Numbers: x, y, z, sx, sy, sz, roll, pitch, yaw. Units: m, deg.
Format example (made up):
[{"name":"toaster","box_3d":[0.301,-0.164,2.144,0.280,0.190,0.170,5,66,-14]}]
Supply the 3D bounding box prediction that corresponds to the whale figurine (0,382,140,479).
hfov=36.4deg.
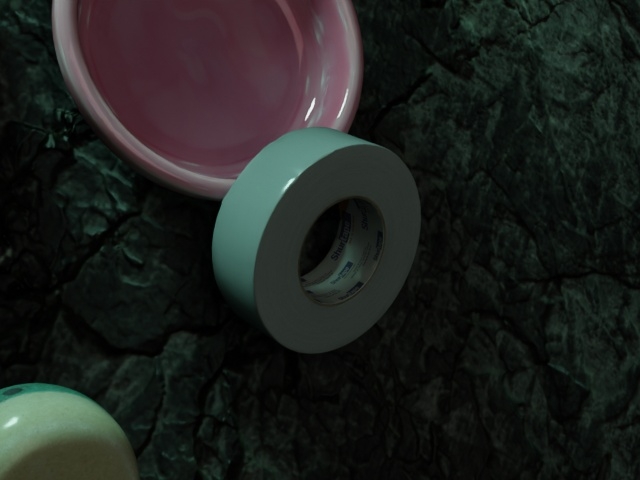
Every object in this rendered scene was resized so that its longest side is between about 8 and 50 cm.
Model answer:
[{"name":"whale figurine","box_3d":[-0.287,0.222,0.792,0.272,0.141,0.216,-26,115,-25]}]

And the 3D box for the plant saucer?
[{"name":"plant saucer","box_3d":[-0.114,-0.198,0.999,0.332,0.084,0.331,6,78,-28]}]

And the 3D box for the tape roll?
[{"name":"tape roll","box_3d":[0.000,0.000,0.978,0.219,0.072,0.219,-20,121,-37]}]
